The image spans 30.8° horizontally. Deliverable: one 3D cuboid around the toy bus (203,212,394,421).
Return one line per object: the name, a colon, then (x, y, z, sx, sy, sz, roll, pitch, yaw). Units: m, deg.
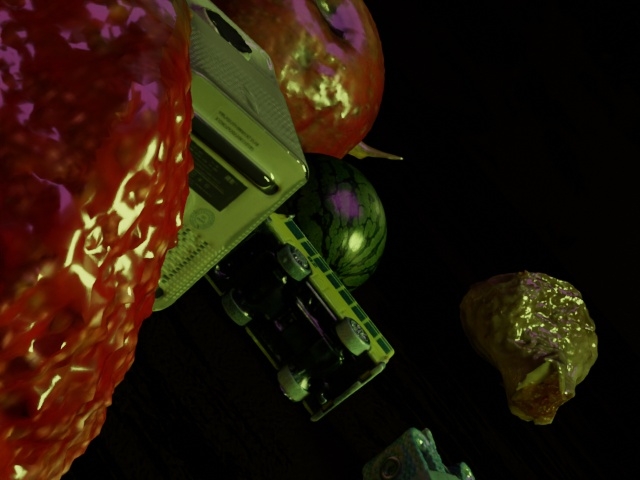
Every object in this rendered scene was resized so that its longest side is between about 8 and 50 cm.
toy bus: (-0.021, 0.061, 1.024, 0.175, 0.088, 0.101, 52, 14, 5)

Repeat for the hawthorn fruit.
hawthorn fruit: (-0.055, -0.184, 1.256, 0.258, 0.258, 0.262, -104, -179, -60)

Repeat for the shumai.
shumai: (0.275, 0.153, 1.543, 0.206, 0.166, 0.176, 42, 39, -18)

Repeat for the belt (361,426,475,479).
belt: (0.106, 0.270, 0.893, 0.087, 0.072, 0.302, 33, 23, -33)

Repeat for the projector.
projector: (-0.128, -0.091, 0.929, 0.163, 0.177, 0.242, 41, 16, -30)

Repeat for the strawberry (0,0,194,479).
strawberry: (-0.164, -0.011, 0.457, 0.257, 0.277, 0.257, 48, 14, -16)

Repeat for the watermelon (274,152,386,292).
watermelon: (0.000, 0.000, 1.131, 0.140, 0.140, 0.187, 36, 26, -39)
